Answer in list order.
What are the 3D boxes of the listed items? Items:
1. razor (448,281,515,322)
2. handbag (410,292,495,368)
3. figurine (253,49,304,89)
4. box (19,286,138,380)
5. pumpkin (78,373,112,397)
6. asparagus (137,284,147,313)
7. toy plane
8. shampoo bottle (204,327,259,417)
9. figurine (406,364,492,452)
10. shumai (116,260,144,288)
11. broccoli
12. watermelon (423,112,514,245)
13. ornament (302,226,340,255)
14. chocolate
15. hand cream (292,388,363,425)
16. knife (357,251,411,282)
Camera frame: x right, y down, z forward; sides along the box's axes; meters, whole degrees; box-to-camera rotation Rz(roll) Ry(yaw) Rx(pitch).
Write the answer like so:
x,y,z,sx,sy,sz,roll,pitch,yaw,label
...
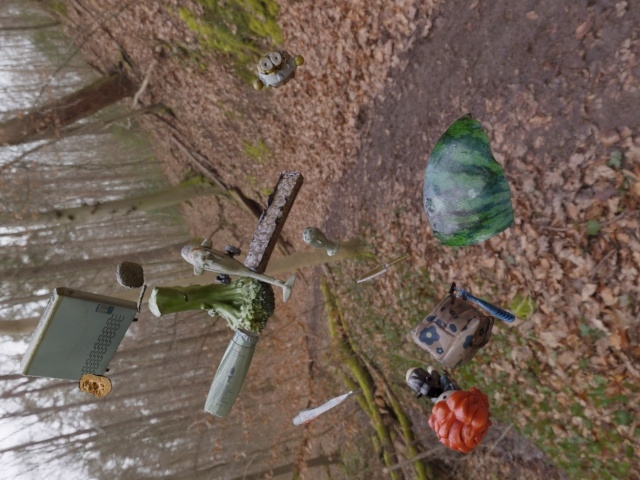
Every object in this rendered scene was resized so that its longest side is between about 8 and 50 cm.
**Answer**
x,y,z,sx,sy,sz,roll,pitch,yaw,label
0.601,0.239,1.654,0.082,0.253,0.042,-58,-10,-28,razor
0.434,0.282,1.426,0.190,0.251,0.193,38,102,31,handbag
-0.089,-0.323,0.832,0.068,0.101,0.143,61,-149,-11,figurine
-0.597,0.243,1.112,0.270,0.210,0.045,-57,37,19,box
-0.546,0.351,1.085,0.028,0.083,0.050,109,179,-82,pumpkin
-0.596,0.198,1.474,0.014,0.015,0.114,45,118,49,asparagus
-0.189,0.063,0.995,0.108,0.286,0.092,44,-115,-78,toy plane
-0.219,0.324,1.096,0.049,0.072,0.213,42,-112,-85,shampoo bottle
0.509,0.639,1.763,0.306,0.241,0.412,38,-174,-31,figurine
-0.531,0.104,1.226,0.080,0.083,0.082,-37,19,39,shumai
-0.329,0.203,1.498,0.397,0.353,0.275,36,-147,-58,broccoli
0.463,-0.167,1.307,0.222,0.319,0.292,26,156,54,watermelon
0.000,0.000,1.715,0.075,0.156,0.081,-56,36,5,ornament
-0.131,-0.048,1.255,0.102,0.065,0.330,1,65,52,chocolate
0.014,0.439,1.173,0.038,0.216,0.052,55,-157,-3,hand cream
0.265,0.115,1.868,0.022,0.256,0.046,51,-162,-34,knife
